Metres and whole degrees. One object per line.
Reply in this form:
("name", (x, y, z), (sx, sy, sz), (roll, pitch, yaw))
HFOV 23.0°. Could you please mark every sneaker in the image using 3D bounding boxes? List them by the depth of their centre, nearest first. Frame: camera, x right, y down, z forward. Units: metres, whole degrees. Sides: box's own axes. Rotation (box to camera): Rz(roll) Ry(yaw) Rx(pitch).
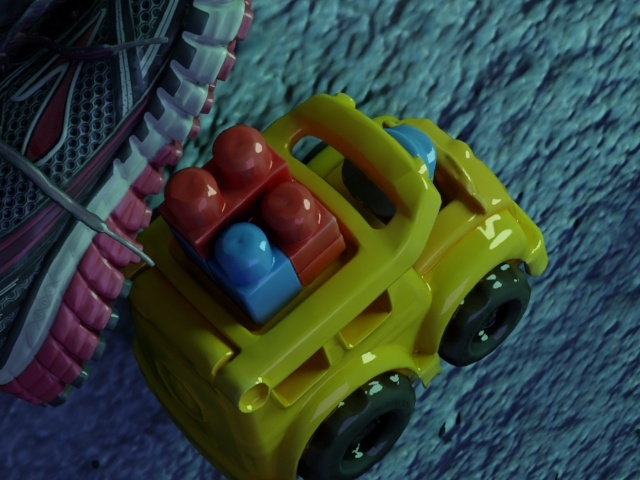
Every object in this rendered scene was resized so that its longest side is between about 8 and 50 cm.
("sneaker", (-0.111, -0.070, 0.700), (0.112, 0.121, 0.299), (22, 98, -20))

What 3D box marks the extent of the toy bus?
("toy bus", (0.000, 0.000, 0.807), (0.220, 0.149, 0.211), (-40, 152, -13))
